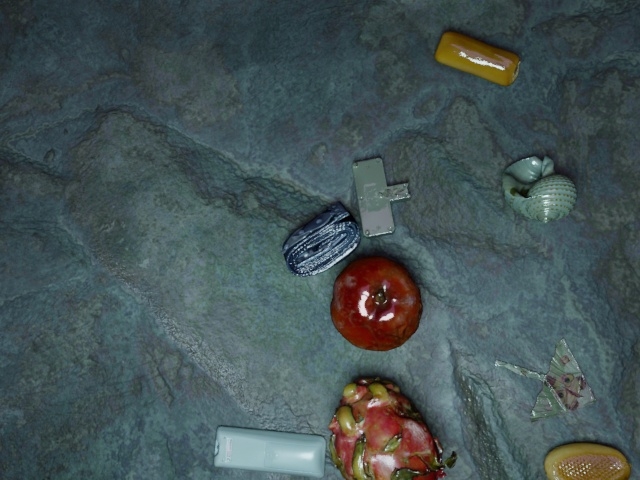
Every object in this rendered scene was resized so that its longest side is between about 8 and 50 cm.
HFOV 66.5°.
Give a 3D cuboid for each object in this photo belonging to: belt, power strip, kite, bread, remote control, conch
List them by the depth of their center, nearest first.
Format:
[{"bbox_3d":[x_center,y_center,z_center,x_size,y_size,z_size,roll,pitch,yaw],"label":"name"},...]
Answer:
[{"bbox_3d":[0.628,0.541,1.158,0.189,0.077,0.114,-8,59,7],"label":"bread"},{"bbox_3d":[0.567,0.349,1.230,0.250,0.012,0.229,21,80,11],"label":"kite"},{"bbox_3d":[0.562,-0.121,1.253,0.172,0.131,0.200,-5,38,28],"label":"conch"},{"bbox_3d":[-0.134,0.549,1.263,0.293,0.051,0.103,2,81,8],"label":"remote control"},{"bbox_3d":[0.000,0.000,1.310,0.218,0.128,0.122,-33,115,2],"label":"belt"},{"bbox_3d":[0.172,-0.123,1.335,0.145,0.061,0.215,-11,80,6],"label":"power strip"},{"bbox_3d":[0.441,-0.512,1.363,0.239,0.074,0.092,24,79,10],"label":"bread"}]

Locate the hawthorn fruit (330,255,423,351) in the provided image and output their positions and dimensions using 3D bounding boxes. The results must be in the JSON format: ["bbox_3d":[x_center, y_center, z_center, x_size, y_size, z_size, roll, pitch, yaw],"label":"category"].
[{"bbox_3d":[0.139,0.145,1.187,0.242,0.271,0.242,-1,71,3],"label":"hawthorn fruit"}]

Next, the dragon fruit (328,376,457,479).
[{"bbox_3d":[0.140,0.463,1.144,0.250,0.269,0.291,-25,82,-7],"label":"dragon fruit"}]
